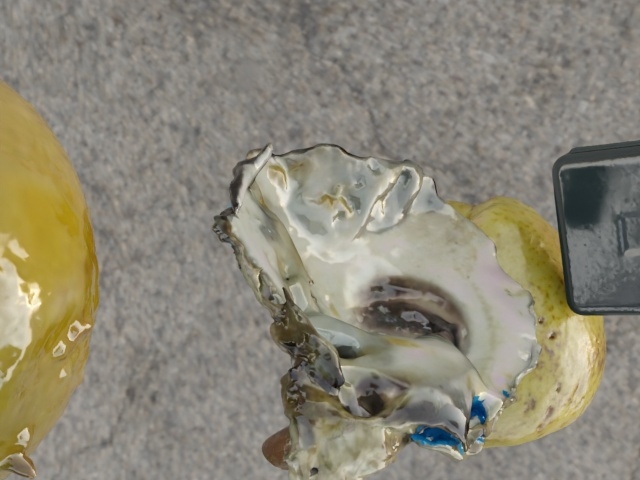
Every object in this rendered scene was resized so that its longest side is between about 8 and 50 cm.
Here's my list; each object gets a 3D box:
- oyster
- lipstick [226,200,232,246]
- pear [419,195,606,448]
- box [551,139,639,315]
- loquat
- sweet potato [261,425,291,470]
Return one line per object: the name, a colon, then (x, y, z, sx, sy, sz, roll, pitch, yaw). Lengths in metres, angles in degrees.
oyster: (0.032, 0.033, 0.603, 0.223, 0.214, 0.083, 2, 140, -41)
lipstick: (0.000, 0.000, 0.889, 0.158, 0.048, 0.048, 15, 104, -29)
pear: (0.162, 0.085, 1.134, 0.271, 0.271, 0.271, -6, 110, -16)
box: (0.319, -0.013, 0.956, 0.050, 0.230, 0.160, -13, 97, -49)
loquat: (-0.162, 0.007, 0.355, 0.172, 0.204, 0.149, -38, 156, 19)
sweet potato: (-0.012, 0.214, 1.165, 0.117, 0.049, 0.049, -29, 122, 36)
